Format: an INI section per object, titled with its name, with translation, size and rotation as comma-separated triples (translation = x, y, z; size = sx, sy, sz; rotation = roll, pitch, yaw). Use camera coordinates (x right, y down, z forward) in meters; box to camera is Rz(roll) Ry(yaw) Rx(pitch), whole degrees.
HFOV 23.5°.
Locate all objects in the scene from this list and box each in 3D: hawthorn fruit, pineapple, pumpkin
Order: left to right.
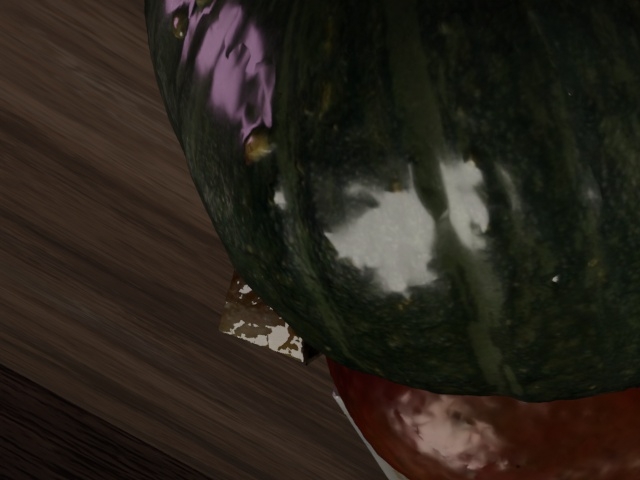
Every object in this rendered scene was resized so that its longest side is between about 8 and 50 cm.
[pineapple]
translation = 0.000, 0.000, 1.135
size = 0.114, 0.186, 0.236
rotation = 19, 166, 21
[pumpkin]
translation = 0.077, -0.089, 0.643
size = 0.291, 0.328, 0.257
rotation = -14, 136, 4
[hawthorn fruit]
translation = 0.137, 0.030, 0.903
size = 0.311, 0.295, 0.295
rotation = 46, 153, -22

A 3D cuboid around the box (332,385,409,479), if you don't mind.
[box]
translation = 0.092, 0.128, 1.409
size = 0.067, 0.149, 0.233
rotation = 13, 158, 23
